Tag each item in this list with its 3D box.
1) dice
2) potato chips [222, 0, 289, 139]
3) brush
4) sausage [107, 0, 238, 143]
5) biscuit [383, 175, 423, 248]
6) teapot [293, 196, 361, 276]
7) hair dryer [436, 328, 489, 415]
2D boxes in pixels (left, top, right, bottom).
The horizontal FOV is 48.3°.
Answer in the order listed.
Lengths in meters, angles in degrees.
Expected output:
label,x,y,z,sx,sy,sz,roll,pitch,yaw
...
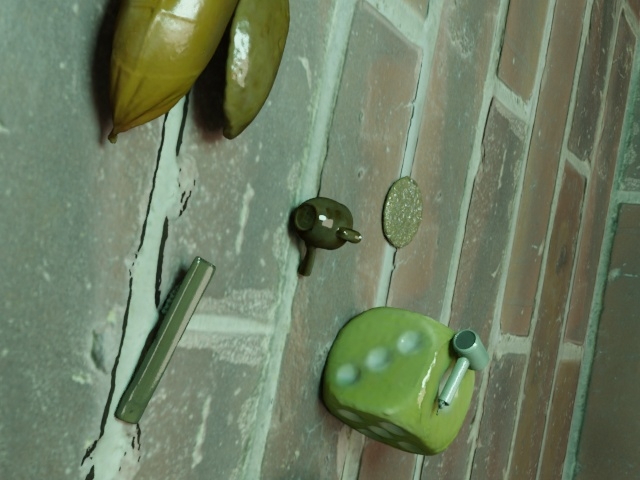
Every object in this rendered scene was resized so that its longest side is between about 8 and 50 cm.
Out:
label,x,y,z,sx,sy,sz,roll,pitch,yaw
dice,0.118,0.208,1.063,0.169,0.169,0.166,52,55,-44
potato chips,-0.065,-0.211,0.787,0.150,0.049,0.202,98,3,-62
brush,-0.171,0.105,0.775,0.034,0.027,0.191,35,77,-47
sausage,-0.131,-0.244,0.688,0.112,0.112,0.329,31,75,-52
biscuit,0.136,-0.046,1.164,0.120,0.015,0.120,-17,112,-51
teapot,0.000,0.000,0.943,0.080,0.085,0.110,17,103,-52
hair dryer,0.192,0.190,0.990,0.124,0.037,0.063,-59,138,-20
